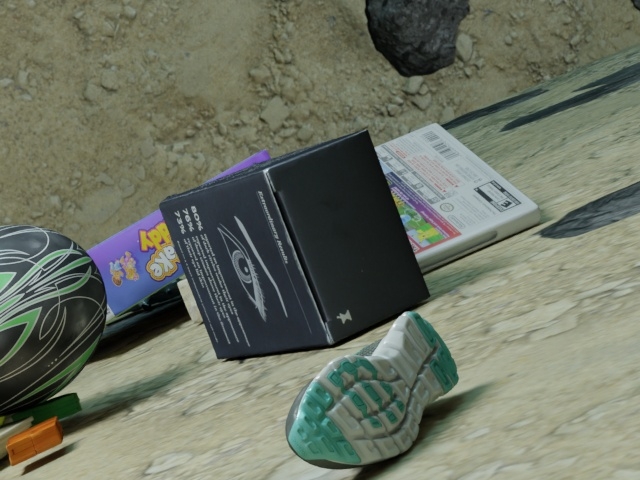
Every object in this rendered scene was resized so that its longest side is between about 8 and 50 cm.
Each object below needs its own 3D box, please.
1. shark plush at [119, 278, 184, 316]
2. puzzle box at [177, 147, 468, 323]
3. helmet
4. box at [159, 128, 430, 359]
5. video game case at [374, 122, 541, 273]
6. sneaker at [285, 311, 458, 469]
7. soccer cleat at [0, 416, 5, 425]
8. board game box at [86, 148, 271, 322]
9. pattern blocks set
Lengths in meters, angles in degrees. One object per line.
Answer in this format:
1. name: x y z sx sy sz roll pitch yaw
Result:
1. shark plush: -0.214 0.076 2.355 0.161 0.073 0.067 1 32 16
2. puzzle box: 0.025 -0.012 2.120 0.272 0.052 0.409 -20 5 17
3. helmet: -0.265 0.066 1.578 0.161 0.169 0.169 -37 -3 30
4. box: -0.026 0.007 1.556 0.108 0.153 0.207 -24 7 -31
5. video game case: 0.080 -0.033 1.762 0.183 0.023 0.201 -23 35 -16
6. sneaker: 0.018 0.097 1.034 0.076 0.065 0.166 -37 -6 28
7. soccer cleat: -0.337 0.139 1.808 0.093 0.121 0.289 -62 26 -3
8. board game box: -0.219 0.031 2.146 0.347 0.078 0.233 -33 3 -43
9. pattern blocks set: -0.328 0.197 1.501 0.285 0.026 0.325 -17 6 35
